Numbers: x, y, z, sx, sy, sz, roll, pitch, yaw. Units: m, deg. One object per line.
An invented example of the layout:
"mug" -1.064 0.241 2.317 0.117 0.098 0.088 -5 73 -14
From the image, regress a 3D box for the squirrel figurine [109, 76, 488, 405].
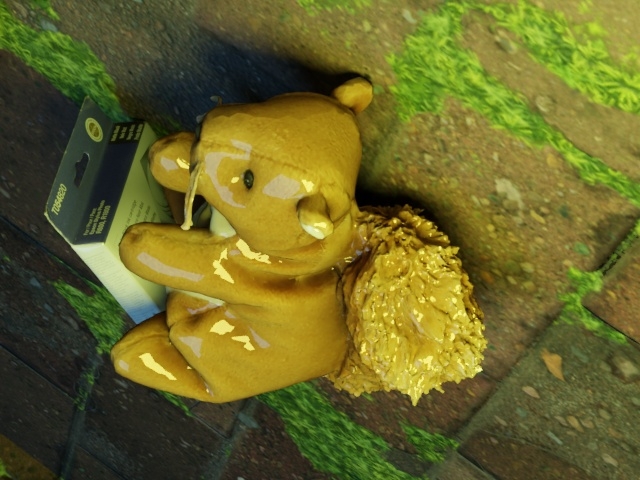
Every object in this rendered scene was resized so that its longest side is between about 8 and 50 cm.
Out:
"squirrel figurine" 0.000 0.000 1.949 0.397 0.281 0.370 24 144 -3

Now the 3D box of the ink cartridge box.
"ink cartridge box" -0.209 -0.029 2.160 0.045 0.223 0.224 -21 125 26
